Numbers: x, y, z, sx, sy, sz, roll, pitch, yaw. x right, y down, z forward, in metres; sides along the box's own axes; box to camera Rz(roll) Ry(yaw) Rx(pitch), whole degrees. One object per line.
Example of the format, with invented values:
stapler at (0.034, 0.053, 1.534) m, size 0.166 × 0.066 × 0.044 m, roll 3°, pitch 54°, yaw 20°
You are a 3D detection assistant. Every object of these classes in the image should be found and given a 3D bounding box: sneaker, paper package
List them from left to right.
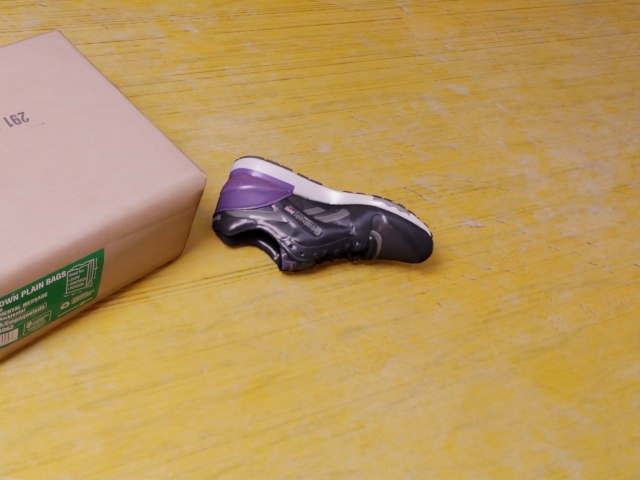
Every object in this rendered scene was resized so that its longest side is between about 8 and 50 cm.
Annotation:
paper package at (-0.350, -0.057, 0.954) m, size 0.309 × 0.168 × 0.325 m, roll 43°, pitch 50°, yaw 20°
sneaker at (0.000, 0.000, 1.085) m, size 0.284 × 0.107 × 0.124 m, roll 18°, pitch 61°, yaw 2°
